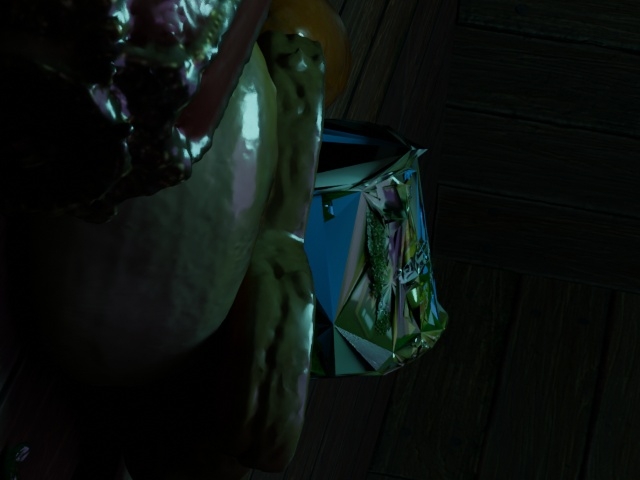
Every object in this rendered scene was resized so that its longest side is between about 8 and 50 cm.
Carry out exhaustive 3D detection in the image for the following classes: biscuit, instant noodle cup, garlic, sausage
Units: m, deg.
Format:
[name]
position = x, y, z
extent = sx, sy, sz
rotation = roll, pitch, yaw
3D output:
[biscuit]
position = -0.082, 0.077, 1.448
extent = 0.394, 0.076, 0.368
rotation = 121, -24, -60
[instant noodle cup]
position = 0.000, 0.000, 1.802
extent = 0.240, 0.240, 0.178
rotation = -65, 153, -62
[garlic]
position = -0.111, -0.003, 1.281
extent = 0.196, 0.151, 0.338
rotation = -83, -178, -57
[sausage]
position = -0.039, -0.153, 1.592
extent = 0.258, 0.133, 0.133
rotation = -8, 108, -84

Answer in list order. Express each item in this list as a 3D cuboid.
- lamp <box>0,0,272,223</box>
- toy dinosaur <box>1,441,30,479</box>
[lamp]
position = -0.111, -0.133, 0.991
extent = 0.177, 0.177, 0.274
rotation = 92, 11, -45
[toy dinosaur]
position = -0.207, 0.187, 1.244
extent = 0.060, 0.029, 0.119
rotation = 70, 33, -43
